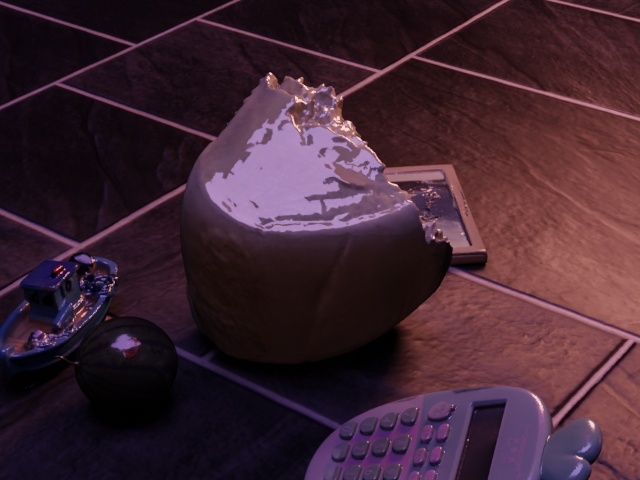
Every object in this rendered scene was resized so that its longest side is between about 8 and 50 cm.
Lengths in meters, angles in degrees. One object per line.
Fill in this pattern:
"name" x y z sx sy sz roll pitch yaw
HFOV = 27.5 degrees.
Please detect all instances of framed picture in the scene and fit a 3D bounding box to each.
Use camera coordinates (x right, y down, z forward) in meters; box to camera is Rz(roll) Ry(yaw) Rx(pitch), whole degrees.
"framed picture" 0.033 -0.030 1.733 0.334 0.022 0.247 -3 32 -4

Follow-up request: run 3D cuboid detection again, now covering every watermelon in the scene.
"watermelon" -0.219 0.131 1.389 0.133 0.105 0.105 7 27 -22

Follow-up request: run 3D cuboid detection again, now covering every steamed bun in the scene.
"steamed bun" 0.000 0.000 1.448 0.272 0.290 0.273 24 57 26

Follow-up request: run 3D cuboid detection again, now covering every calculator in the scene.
"calculator" 0.119 0.213 1.225 0.298 0.041 0.186 -9 36 27

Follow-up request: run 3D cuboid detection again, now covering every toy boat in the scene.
"toy boat" -0.304 0.078 1.496 0.100 0.097 0.223 6 31 18
